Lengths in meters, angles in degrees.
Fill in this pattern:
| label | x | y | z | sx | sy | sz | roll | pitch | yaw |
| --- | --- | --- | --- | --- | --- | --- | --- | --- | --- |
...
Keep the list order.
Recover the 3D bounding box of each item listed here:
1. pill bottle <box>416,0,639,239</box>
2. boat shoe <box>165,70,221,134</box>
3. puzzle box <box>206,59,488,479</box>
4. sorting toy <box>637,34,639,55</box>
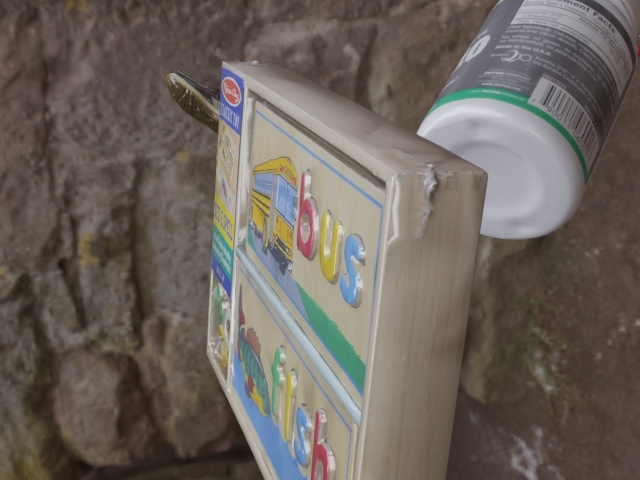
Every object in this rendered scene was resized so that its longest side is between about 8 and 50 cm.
| label | x | y | z | sx | sy | sz | roll | pitch | yaw |
| --- | --- | --- | --- | --- | --- | --- | --- | --- | --- |
| pill bottle | 0.271 | -0.189 | 1.208 | 0.361 | 0.204 | 0.204 | -57 | -18 | -36 |
| boat shoe | -0.154 | -0.194 | 1.405 | 0.152 | 0.049 | 0.056 | 40 | 150 | -3 |
| puzzle box | -0.012 | 0.035 | 0.674 | 0.409 | 0.052 | 0.272 | -136 | 49 | -66 |
| sorting toy | 0.486 | -0.358 | 1.356 | 0.046 | 0.132 | 0.274 | 41 | 178 | 14 |
